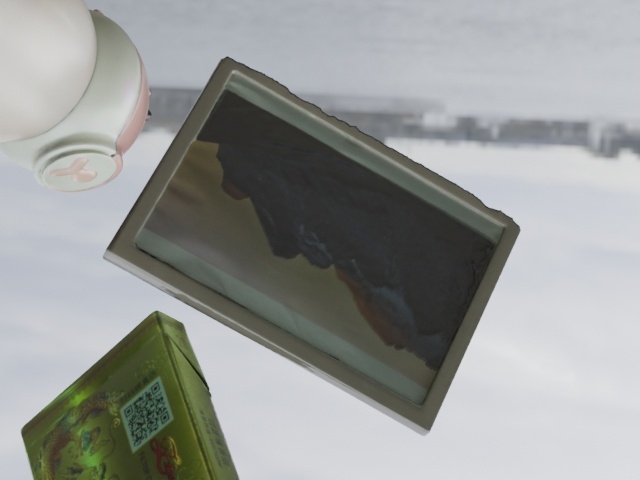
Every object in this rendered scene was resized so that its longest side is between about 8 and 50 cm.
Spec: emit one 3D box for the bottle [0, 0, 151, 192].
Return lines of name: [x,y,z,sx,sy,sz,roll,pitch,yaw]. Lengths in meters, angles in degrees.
bottle: [-0.201,-0.120,1.113,0.147,0.147,0.236,6,162,33]

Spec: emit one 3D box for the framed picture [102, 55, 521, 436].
framed picture: [0.000,0.000,1.254,0.265,0.192,0.018,29,153,-4]

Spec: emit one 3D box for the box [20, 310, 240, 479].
box: [-0.137,0.220,1.344,0.043,0.173,0.311,32,-156,-43]
